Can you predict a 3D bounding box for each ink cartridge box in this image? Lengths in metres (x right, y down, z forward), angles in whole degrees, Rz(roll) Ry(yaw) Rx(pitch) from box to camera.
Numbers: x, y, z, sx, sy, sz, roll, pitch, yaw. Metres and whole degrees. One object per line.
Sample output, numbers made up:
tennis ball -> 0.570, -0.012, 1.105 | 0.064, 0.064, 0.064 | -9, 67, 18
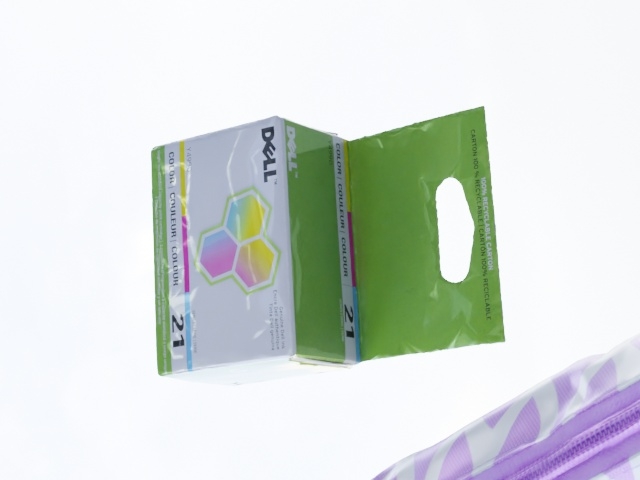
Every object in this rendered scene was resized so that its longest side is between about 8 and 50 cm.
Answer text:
ink cartridge box -> 0.000, 0.000, 1.164 | 0.097, 0.255, 0.188 | 13, -110, -53

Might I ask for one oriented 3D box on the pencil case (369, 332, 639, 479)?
pencil case -> 0.079, 0.066, 0.389 | 0.088, 0.206, 0.086 | 13, -130, -38
